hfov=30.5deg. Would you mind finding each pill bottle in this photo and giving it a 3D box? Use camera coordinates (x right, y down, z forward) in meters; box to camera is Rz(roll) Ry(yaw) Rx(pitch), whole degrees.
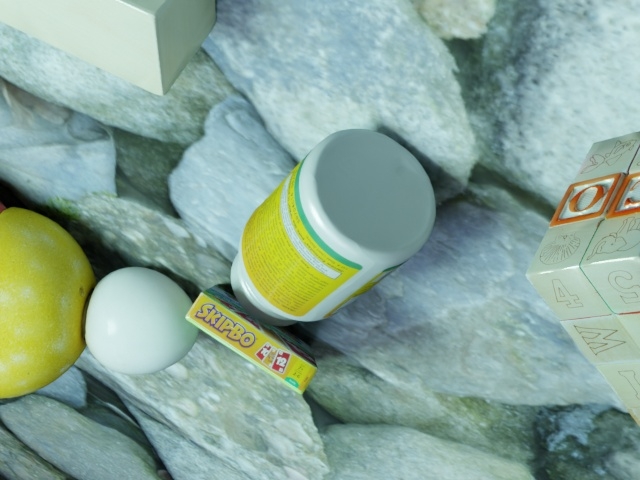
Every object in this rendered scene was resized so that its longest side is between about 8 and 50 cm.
[{"bbox_3d":[0.000,0.000,0.998,0.117,0.118,0.208,37,147,-7],"label":"pill bottle"}]

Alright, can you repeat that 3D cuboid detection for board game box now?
[{"bbox_3d":[-0.065,0.091,1.151,0.124,0.039,0.259,34,176,-2],"label":"board game box"}]

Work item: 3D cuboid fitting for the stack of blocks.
[{"bbox_3d":[0.279,0.061,0.800,0.087,0.171,0.297,-13,125,47],"label":"stack of blocks"}]

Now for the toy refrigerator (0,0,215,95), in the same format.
[{"bbox_3d":[-0.217,-0.226,0.911,0.269,0.094,0.102,26,153,11],"label":"toy refrigerator"}]

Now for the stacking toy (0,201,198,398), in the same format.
[{"bbox_3d":[-0.370,0.069,1.292,0.479,0.351,0.351,10,144,2],"label":"stacking toy"}]
